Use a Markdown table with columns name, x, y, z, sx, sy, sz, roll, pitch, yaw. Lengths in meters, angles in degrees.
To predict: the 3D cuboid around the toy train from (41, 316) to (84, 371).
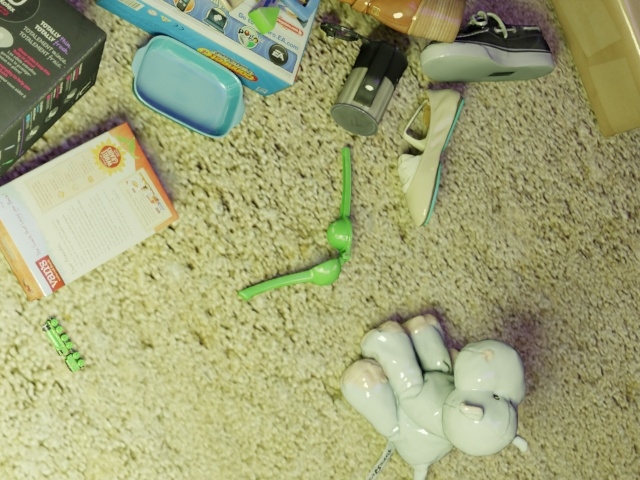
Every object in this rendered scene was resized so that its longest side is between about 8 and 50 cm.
| name | x | y | z | sx | sy | sz | roll | pitch | yaw |
| --- | --- | --- | --- | --- | --- | --- | --- | --- | --- |
| toy train | -0.349 | 0.142 | 1.679 | 0.023 | 0.017 | 0.083 | -36 | 102 | -21 |

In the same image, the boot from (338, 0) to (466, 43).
| name | x | y | z | sx | sy | sz | roll | pitch | yaw |
| --- | --- | --- | --- | --- | --- | --- | --- | --- | --- |
| boot | 0.134 | -0.441 | 2.044 | 0.220 | 0.109 | 0.283 | 19 | 50 | -3 |

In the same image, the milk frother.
| name | x | y | z | sx | sy | sz | roll | pitch | yaw |
| --- | --- | --- | --- | --- | --- | --- | --- | --- | --- |
| milk frother | 0.048 | -0.262 | 1.965 | 0.143 | 0.129 | 0.135 | 18 | 66 | 16 |

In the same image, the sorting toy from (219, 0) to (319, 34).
| name | x | y | z | sx | sy | sz | roll | pitch | yaw |
| --- | --- | --- | --- | --- | --- | --- | --- | --- | --- |
| sorting toy | -0.121 | -0.457 | 1.797 | 0.196 | 0.047 | 0.348 | -46 | 107 | -29 |

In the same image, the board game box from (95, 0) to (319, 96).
| name | x | y | z | sx | sy | sz | roll | pitch | yaw |
| --- | --- | --- | --- | --- | --- | --- | --- | --- | --- |
| board game box | -0.142 | -0.420 | 1.859 | 0.308 | 0.086 | 0.302 | 27 | 69 | -27 |

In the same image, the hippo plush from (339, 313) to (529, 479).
| name | x | y | z | sx | sy | sz | roll | pitch | yaw |
| --- | --- | --- | --- | --- | --- | --- | --- | --- | --- |
| hippo plush | 0.179 | 0.241 | 1.875 | 0.234 | 0.236 | 0.294 | 30 | 67 | -26 |

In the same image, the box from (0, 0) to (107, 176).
| name | x | y | z | sx | sy | sz | roll | pitch | yaw |
| --- | --- | --- | --- | --- | --- | --- | --- | --- | --- |
| box | -0.424 | -0.196 | 1.578 | 0.165 | 0.143 | 0.270 | 40 | 64 | 1 |

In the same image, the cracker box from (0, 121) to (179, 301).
| name | x | y | z | sx | sy | sz | roll | pitch | yaw |
| --- | --- | --- | --- | --- | --- | --- | --- | --- | --- |
| cracker box | -0.329 | -0.041 | 1.690 | 0.232 | 0.067 | 0.156 | -33 | 99 | -33 |

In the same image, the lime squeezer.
| name | x | y | z | sx | sy | sz | roll | pitch | yaw |
| --- | --- | --- | --- | --- | --- | --- | --- | --- | --- |
| lime squeezer | 0.000 | 0.000 | 1.918 | 0.110 | 0.059 | 0.310 | 31 | 65 | 7 |

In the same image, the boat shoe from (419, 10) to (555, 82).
| name | x | y | z | sx | sy | sz | roll | pitch | yaw |
| --- | --- | --- | --- | --- | --- | --- | --- | --- | --- |
| boat shoe | 0.281 | -0.334 | 2.107 | 0.306 | 0.113 | 0.105 | -6 | 79 | -36 |

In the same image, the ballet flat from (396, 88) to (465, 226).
| name | x | y | z | sx | sy | sz | roll | pitch | yaw |
| --- | --- | --- | --- | --- | --- | --- | --- | --- | --- |
| ballet flat | 0.166 | -0.142 | 2.032 | 0.086 | 0.086 | 0.248 | 29 | 67 | -26 |

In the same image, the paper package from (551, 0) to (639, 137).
| name | x | y | z | sx | sy | sz | roll | pitch | yaw |
| --- | --- | --- | --- | --- | --- | --- | --- | --- | --- |
| paper package | 0.618 | -0.393 | 2.302 | 0.309 | 0.168 | 0.325 | -25 | 96 | -33 |

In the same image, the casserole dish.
| name | x | y | z | sx | sy | sz | roll | pitch | yaw |
| --- | --- | --- | --- | --- | --- | --- | --- | --- | --- |
| casserole dish | -0.199 | -0.221 | 1.821 | 0.188 | 0.037 | 0.114 | 27 | 69 | -28 |
